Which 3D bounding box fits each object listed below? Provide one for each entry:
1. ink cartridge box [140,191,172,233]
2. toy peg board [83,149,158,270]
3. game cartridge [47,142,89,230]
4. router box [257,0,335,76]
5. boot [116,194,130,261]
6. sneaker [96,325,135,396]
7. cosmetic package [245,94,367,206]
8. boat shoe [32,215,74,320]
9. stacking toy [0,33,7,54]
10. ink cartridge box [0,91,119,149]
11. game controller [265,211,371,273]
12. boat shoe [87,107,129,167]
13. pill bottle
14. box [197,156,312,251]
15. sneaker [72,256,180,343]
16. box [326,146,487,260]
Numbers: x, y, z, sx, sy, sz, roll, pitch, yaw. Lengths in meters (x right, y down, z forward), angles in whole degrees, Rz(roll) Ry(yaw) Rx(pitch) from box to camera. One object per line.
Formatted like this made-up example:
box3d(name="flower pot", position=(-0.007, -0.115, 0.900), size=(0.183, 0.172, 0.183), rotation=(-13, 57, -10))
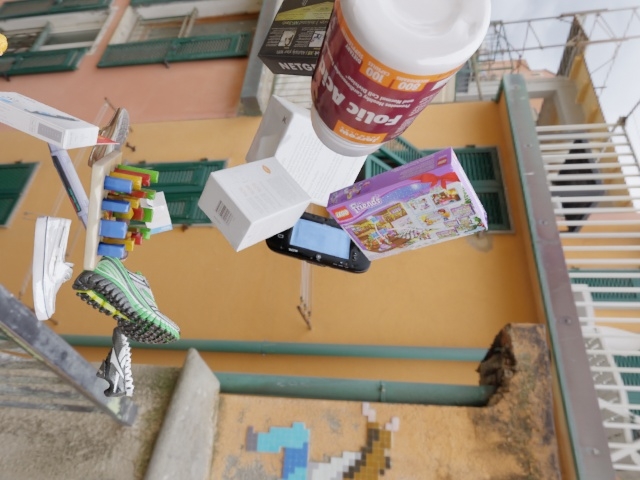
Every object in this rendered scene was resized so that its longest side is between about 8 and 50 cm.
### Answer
box3d(name="ink cartridge box", position=(-0.632, -0.112, 1.617), size=(0.143, 0.090, 0.092), rotation=(95, -27, -43))
box3d(name="toy peg board", position=(-0.317, -0.051, 0.688), size=(0.160, 0.079, 0.161), rotation=(-129, -130, -66))
box3d(name="game cartridge", position=(-0.951, -0.205, 1.622), size=(0.230, 0.068, 0.354), rotation=(-2, -70, 65))
box3d(name="router box", position=(0.023, -0.526, 1.035), size=(0.081, 0.309, 0.242), rotation=(35, 77, -56))
box3d(name="boot", position=(-0.655, -0.078, 1.378), size=(0.090, 0.207, 0.248), rotation=(-1, 59, -48))
box3d(name="sneaker", position=(-0.668, 0.398, 1.366), size=(0.078, 0.106, 0.234), rotation=(-10, -93, 58))
box3d(name="cosmetic package", position=(-0.064, -0.383, 1.859), size=(0.329, 0.394, 0.327), rotation=(-62, -147, 20))
box3d(name="boat shoe", position=(-0.662, 0.069, 1.052), size=(0.095, 0.084, 0.257), rotation=(5, -87, 63))
box3d(name="stacking toy", position=(-0.899, -0.419, 1.007), size=(0.175, 0.302, 0.166), rotation=(54, -15, 5))
box3d(name="ink cartridge box", position=(-0.824, -0.374, 1.309), size=(0.261, 0.297, 0.066), rotation=(-59, 172, -70))
box3d(name="game controller", position=(0.000, 0.000, 1.247), size=(0.067, 0.320, 0.166), rotation=(112, -10, -45))
box3d(name="boat shoe", position=(-0.954, -0.459, 1.896), size=(0.123, 0.117, 0.324), rotation=(116, -15, -72))
box3d(name="pill bottle", position=(0.103, -0.309, 0.768), size=(0.392, 0.224, 0.223), rotation=(135, -43, -76))
box3d(name="box", position=(-0.127, -0.077, 0.836), size=(0.171, 0.130, 0.091), rotation=(-27, 161, -46))
box3d(name="sneaker", position=(-0.502, 0.169, 1.178), size=(0.343, 0.134, 0.146), rotation=(60, 27, -35))
box3d(name="box", position=(0.188, -0.066, 0.936), size=(0.201, 0.294, 0.057), rotation=(48, 40, -34))
